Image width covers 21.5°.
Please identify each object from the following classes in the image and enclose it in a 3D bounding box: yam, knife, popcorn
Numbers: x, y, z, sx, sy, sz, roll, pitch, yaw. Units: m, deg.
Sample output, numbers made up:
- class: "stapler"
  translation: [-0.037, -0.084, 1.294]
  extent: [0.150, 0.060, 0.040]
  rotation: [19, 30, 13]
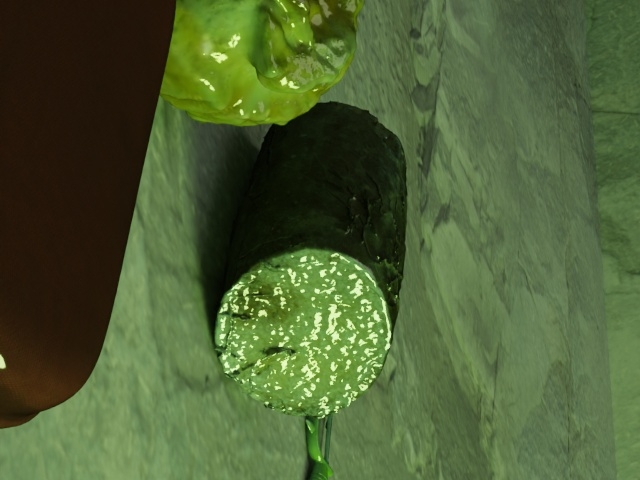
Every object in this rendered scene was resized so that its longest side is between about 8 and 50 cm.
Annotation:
- class: "yam"
  translation: [0.000, 0.000, 1.333]
  extent: [0.254, 0.154, 0.154]
  rotation: [-78, 152, -45]
- class: "knife"
  translation: [-0.006, 0.212, 1.403]
  extent: [0.054, 0.015, 0.212]
  rotation: [61, 26, -43]
- class: "popcorn"
  translation: [-0.053, -0.193, 1.218]
  extent: [0.204, 0.183, 0.221]
  rotation: [5, 89, -58]

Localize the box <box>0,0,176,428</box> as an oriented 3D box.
- class: "box"
  translation: [-0.179, -0.100, 0.896]
  extent: [0.263, 0.108, 0.404]
  rotation: [63, 26, -44]
